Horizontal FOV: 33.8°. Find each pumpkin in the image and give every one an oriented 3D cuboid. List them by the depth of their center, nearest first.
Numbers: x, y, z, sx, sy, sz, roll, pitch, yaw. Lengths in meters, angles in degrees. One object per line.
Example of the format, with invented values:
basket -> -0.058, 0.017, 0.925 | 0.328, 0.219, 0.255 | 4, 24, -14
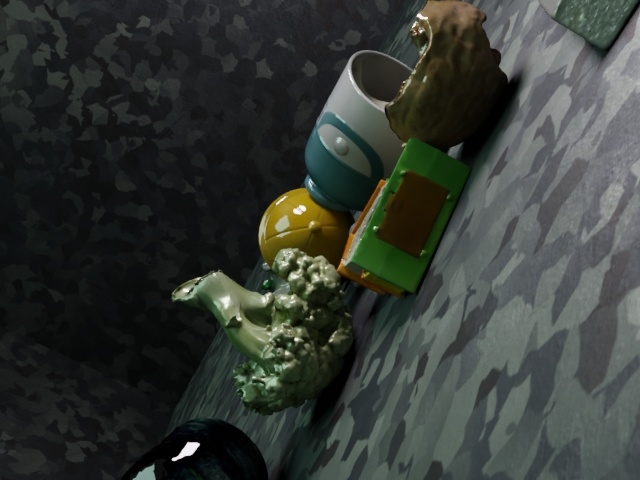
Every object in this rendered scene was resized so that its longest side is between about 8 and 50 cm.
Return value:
pumpkin -> -0.219, 0.461, 1.815 | 0.315, 0.238, 0.315 | -44, -7, -7

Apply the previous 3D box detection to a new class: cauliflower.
cauliflower -> -0.069, 0.137, 1.771 | 0.260, 0.281, 0.327 | -34, 23, 15

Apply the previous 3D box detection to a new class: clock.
clock -> 0.118, -0.017, 1.688 | 0.219, 0.106, 0.255 | -64, 3, -14

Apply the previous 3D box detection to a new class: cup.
cup -> 0.119, -0.200, 1.955 | 0.290, 0.219, 0.257 | -24, -28, -51

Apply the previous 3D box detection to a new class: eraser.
eraser -> 0.344, -0.350, 1.385 | 0.352, 0.077, 0.111 | -82, 18, -66

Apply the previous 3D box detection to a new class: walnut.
walnut -> 0.203, -0.236, 1.627 | 0.204, 0.141, 0.238 | -43, -43, -31

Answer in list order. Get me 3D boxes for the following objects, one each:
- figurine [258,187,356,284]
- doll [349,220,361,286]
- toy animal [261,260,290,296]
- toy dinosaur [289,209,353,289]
figurine -> -0.006, -0.002, 2.021 | 0.167, 0.192, 0.257 | -36, -14, 13
doll -> 0.084, 0.013, 1.911 | 0.094, 0.079, 0.180 | -72, 0, -48
toy animal -> -0.066, 0.087, 2.577 | 0.251, 0.127, 0.125 | -9, -66, -83
toy dinosaur -> 0.014, -0.026, 2.446 | 0.329, 0.076, 0.144 | -59, -3, -48
